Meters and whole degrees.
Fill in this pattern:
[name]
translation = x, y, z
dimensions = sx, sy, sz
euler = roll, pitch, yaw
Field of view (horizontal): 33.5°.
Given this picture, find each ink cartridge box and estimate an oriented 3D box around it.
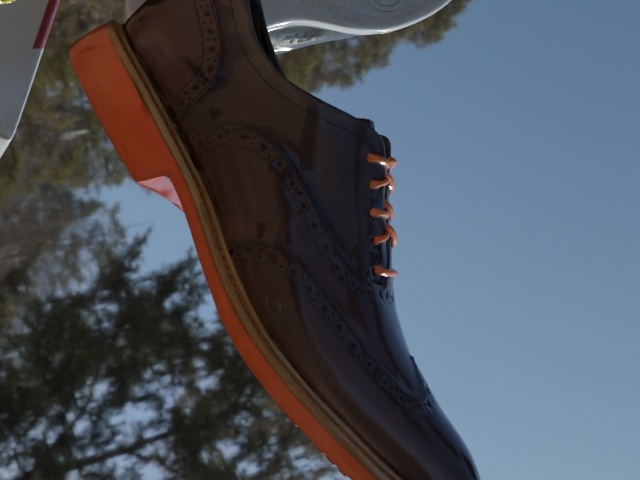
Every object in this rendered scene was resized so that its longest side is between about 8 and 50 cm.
[ink cartridge box]
translation = -0.347, -0.152, 1.012
dimensions = 0.273, 0.114, 0.197
euler = -28, -134, 58

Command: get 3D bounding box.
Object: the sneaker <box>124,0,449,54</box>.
[sneaker]
translation = -0.032, -0.205, 0.903
dimensions = 0.147, 0.295, 0.105
euler = 177, -102, -71

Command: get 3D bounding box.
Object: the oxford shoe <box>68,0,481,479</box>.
[oxford shoe]
translation = 0.000, 0.000, 0.452
dimensions = 0.271, 0.098, 0.097
euler = 56, 3, 6

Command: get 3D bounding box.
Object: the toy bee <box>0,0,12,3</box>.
[toy bee]
translation = -0.133, -0.231, 0.655
dimensions = 0.162, 0.195, 0.298
euler = 50, 11, -35
